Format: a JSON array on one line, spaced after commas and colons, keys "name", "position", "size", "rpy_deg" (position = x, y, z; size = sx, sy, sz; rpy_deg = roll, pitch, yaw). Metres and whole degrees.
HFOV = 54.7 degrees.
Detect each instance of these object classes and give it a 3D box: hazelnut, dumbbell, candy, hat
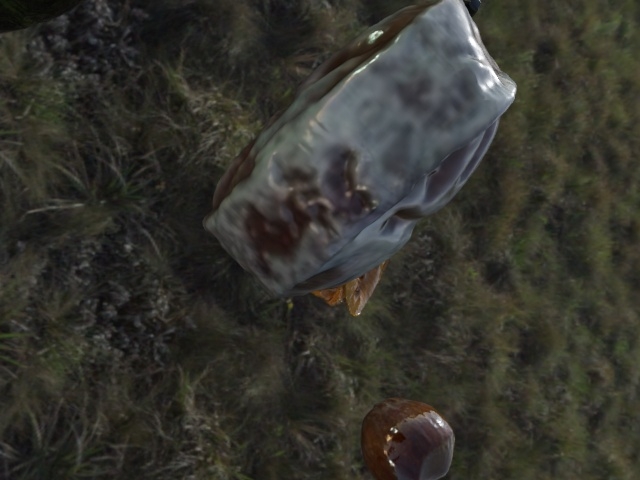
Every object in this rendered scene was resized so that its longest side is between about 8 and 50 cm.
[{"name": "hazelnut", "position": [0.126, 0.301, 0.925], "size": [0.154, 0.143, 0.143], "rpy_deg": [0, 88, -51]}, {"name": "dumbbell", "position": [0.209, -0.328, 0.924], "size": [0.035, 0.040, 0.083], "rpy_deg": [25, 77, -5]}, {"name": "candy", "position": [0.033, -0.065, 0.528], "size": [0.157, 0.289, 0.214], "rpy_deg": [49, 24, -3]}, {"name": "hat", "position": [0.000, 0.000, 1.191], "size": [0.244, 0.233, 0.234], "rpy_deg": [-50, 153, -44]}]

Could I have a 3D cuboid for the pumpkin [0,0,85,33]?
[{"name": "pumpkin", "position": [-0.318, -0.342, 0.540], "size": [0.241, 0.322, 0.324], "rpy_deg": [78, 21, -75]}]
